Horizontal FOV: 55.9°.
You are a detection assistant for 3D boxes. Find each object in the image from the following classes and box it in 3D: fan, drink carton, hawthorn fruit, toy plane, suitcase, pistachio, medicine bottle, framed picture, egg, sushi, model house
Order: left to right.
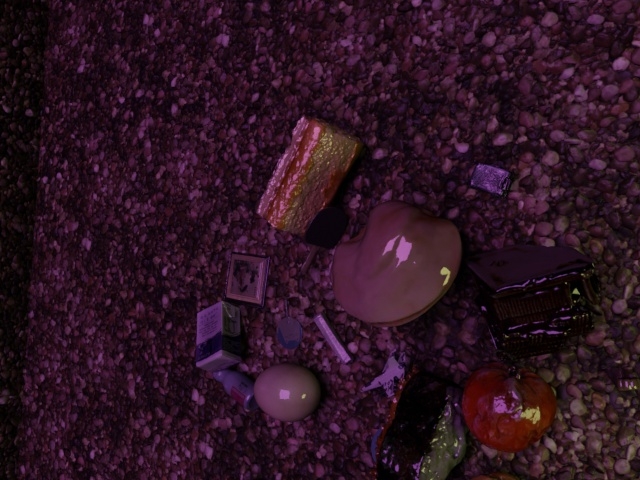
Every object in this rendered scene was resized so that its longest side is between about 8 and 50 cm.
[{"bbox_3d":[-0.369,0.346,2.181,0.134,0.102,0.222,-30,50,30],"label":"drink carton"},{"bbox_3d":[-0.296,0.518,2.157,0.217,0.090,0.090,26,100,40],"label":"medicine bottle"},{"bbox_3d":[-0.274,0.144,2.229,0.200,0.010,0.195,6,89,34],"label":"framed picture"},{"bbox_3d":[-0.114,0.496,1.981,0.254,0.189,0.188,-1,84,39],"label":"egg"},{"bbox_3d":[-0.112,0.293,2.110,0.113,0.005,0.175,-13,79,32],"label":"fan"},{"bbox_3d":[0.203,0.420,1.841,0.234,0.082,0.160,119,165,-46],"label":"toy plane"},{"bbox_3d":[0.216,0.062,1.751,0.446,0.281,0.365,-26,56,37],"label":"pistachio"},{"bbox_3d":[0.288,0.546,1.680,0.208,0.234,0.348,8,57,40],"label":"sushi"},{"bbox_3d":[0.488,-0.176,1.732,0.126,0.059,0.086,24,99,31],"label":"suitcase"},{"bbox_3d":[0.478,0.461,1.575,0.242,0.242,0.271,19,105,33],"label":"hawthorn fruit"},{"bbox_3d":[0.568,0.170,1.582,0.317,0.297,0.282,-18,107,18],"label":"model house"}]

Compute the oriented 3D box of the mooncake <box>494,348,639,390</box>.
[{"bbox_3d":[0.615,0.333,1.504,0.150,0.347,0.057,139,144,-67],"label":"mooncake"}]

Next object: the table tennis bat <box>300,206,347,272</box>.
[{"bbox_3d":[0.000,0.000,1.992,0.246,0.138,0.022,-62,35,16],"label":"table tennis bat"}]

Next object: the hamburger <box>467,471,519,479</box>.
[{"bbox_3d":[0.460,0.772,1.593,0.319,0.158,0.318,-1,88,36],"label":"hamburger"}]

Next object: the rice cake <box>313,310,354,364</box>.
[{"bbox_3d":[0.040,0.321,1.990,0.047,0.036,0.206,-42,63,10],"label":"rice cake"}]

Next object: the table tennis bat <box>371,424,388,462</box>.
[{"bbox_3d":[0.236,0.601,1.833,0.149,0.038,0.237,24,103,33],"label":"table tennis bat"}]

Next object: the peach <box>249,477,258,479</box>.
[{"bbox_3d":[-0.230,0.869,2.086,0.083,0.083,0.083,-4,83,33],"label":"peach"}]

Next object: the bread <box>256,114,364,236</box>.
[{"bbox_3d":[-0.028,-0.205,1.972,0.165,0.237,0.375,41,111,43],"label":"bread"}]
